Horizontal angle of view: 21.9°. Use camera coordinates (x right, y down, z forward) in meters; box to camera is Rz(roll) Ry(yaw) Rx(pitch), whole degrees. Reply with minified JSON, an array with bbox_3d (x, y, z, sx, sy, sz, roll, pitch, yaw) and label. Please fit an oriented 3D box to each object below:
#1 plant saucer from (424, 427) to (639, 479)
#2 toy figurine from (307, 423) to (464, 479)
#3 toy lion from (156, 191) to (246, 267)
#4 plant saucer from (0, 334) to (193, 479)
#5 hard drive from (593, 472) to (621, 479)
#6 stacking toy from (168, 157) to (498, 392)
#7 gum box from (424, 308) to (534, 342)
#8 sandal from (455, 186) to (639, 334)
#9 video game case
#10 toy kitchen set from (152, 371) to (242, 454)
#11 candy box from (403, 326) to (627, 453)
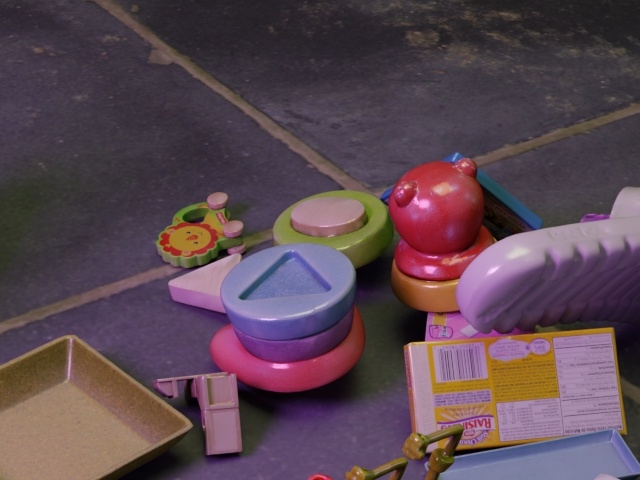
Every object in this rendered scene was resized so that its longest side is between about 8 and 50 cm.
[{"bbox_3d":[0.195,0.214,1.516,0.192,0.018,0.067,-8,34,-14],"label":"plant saucer"},{"bbox_3d":[-0.079,0.234,1.323,0.217,0.191,0.362,25,37,38],"label":"toy figurine"},{"bbox_3d":[-0.136,-0.007,1.821,0.096,0.034,0.100,-14,36,-13],"label":"toy lion"},{"bbox_3d":[-0.245,0.178,1.508,0.188,0.045,0.188,-26,43,-38],"label":"plant saucer"},{"bbox_3d":[0.231,0.323,1.337,0.210,0.040,0.318,26,39,31],"label":"hard drive"},{"bbox_3d":[0.000,0.000,1.661,0.309,0.130,0.279,-28,35,-26],"label":"stacking toy"},{"bbox_3d":[0.161,0.083,1.678,0.107,0.062,0.188,6,34,4],"label":"gum box"},{"bbox_3d":[0.294,0.002,1.643,0.416,0.169,0.102,-2,52,-42],"label":"sandal"},{"bbox_3d":[0.146,-0.032,1.741,0.119,0.166,0.015,38,65,-12],"label":"video game case"},{"bbox_3d":[-0.119,0.165,1.556,0.068,0.075,0.083,-4,-6,-17],"label":"toy kitchen set"},{"bbox_3d":[0.185,0.142,1.566,0.205,0.105,0.027,-3,-7,-11],"label":"candy box"}]
